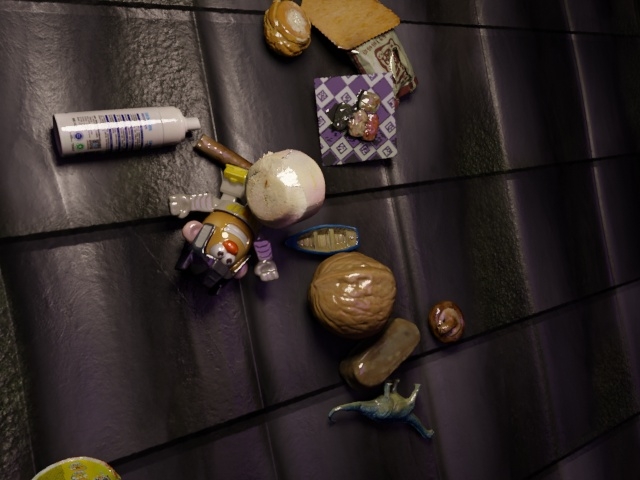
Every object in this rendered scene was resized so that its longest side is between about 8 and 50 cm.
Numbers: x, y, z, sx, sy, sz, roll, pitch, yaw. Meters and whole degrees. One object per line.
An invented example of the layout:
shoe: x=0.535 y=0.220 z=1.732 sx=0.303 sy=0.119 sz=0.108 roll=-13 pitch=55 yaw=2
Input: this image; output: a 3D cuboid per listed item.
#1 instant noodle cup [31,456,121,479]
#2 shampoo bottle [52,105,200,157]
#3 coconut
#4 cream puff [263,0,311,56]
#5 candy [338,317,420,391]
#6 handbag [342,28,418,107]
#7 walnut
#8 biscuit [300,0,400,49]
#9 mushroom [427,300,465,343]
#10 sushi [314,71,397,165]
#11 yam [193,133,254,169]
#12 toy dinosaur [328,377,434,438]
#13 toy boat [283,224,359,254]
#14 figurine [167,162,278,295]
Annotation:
instant noodle cup: x=-0.471 y=0.533 z=1.023 sx=0.205 sy=0.153 sz=0.205 roll=4 pitch=82 yaw=-29
shampoo bottle: x=-0.411 y=-0.243 z=1.168 sx=0.303 sy=0.092 sz=0.092 roll=-14 pitch=92 yaw=-30
coconut: x=-0.072 y=-0.118 z=1.170 sx=0.183 sy=0.171 sz=0.171 roll=-38 pitch=106 yaw=-57
cream puff: x=-0.089 y=-0.536 z=1.372 sx=0.126 sy=0.103 sz=0.144 roll=1 pitch=69 yaw=-36
candy: x=0.159 y=0.303 z=1.436 sx=0.234 sy=0.104 sz=0.102 roll=-41 pitch=100 yaw=-27
handbag: x=0.173 y=-0.495 z=1.509 sx=0.213 sy=0.127 sz=0.235 roll=-50 pitch=120 yaw=-34
walnut: x=0.076 y=0.137 z=1.348 sx=0.228 sy=0.228 sz=0.228 roll=3 pitch=84 yaw=-30
biscuit: x=0.071 y=-0.624 z=1.463 sx=0.237 sy=0.013 sz=0.232 roll=-35 pitch=72 yaw=-27
mushroom: x=0.374 y=0.239 z=1.574 sx=0.127 sy=0.087 sz=0.127 roll=1 pitch=88 yaw=-27
sushi: x=0.105 y=-0.324 z=1.428 sx=0.220 sy=0.047 sz=0.231 roll=-9 pitch=104 yaw=-12
yam: x=-0.186 y=-0.175 z=1.316 sx=0.264 sy=0.046 sz=0.046 roll=31 pitch=71 yaw=-22
toy dinosaur: x=0.188 y=0.447 z=1.455 sx=0.363 sy=0.076 sz=0.147 roll=19 pitch=80 yaw=-30
toy boat: x=0.000 y=0.000 z=1.406 sx=0.229 sy=0.046 sz=0.080 roll=-6 pitch=89 yaw=-30
figurine: x=-0.211 y=-0.013 z=1.230 sx=0.308 sy=0.143 sz=0.308 roll=5 pitch=72 yaw=-14
